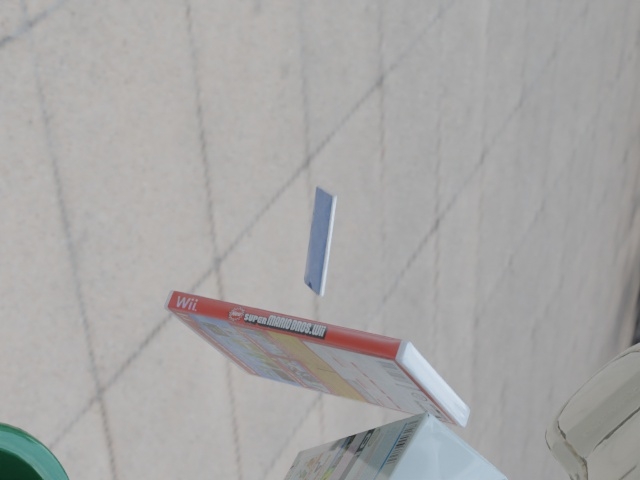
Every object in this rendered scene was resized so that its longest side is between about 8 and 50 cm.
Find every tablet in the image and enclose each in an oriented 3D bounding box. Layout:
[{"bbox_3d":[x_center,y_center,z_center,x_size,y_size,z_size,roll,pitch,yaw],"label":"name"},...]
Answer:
[{"bbox_3d":[0.000,0.000,0.979,0.054,0.006,0.083,-142,-121,-71],"label":"tablet"}]

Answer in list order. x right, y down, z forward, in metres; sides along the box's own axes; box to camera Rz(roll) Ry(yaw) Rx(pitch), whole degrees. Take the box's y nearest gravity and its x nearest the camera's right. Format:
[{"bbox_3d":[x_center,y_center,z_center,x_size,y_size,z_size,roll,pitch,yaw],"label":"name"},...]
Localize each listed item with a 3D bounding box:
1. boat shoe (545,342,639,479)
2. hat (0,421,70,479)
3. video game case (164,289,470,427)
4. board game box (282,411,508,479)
[{"bbox_3d":[0.137,0.106,0.461,0.095,0.079,0.254,-45,180,6],"label":"boat shoe"},{"bbox_3d":[-0.287,0.211,0.877,0.208,0.183,0.173,13,78,-44],"label":"hat"},{"bbox_3d":[-0.002,0.126,1.295,0.204,0.285,0.025,48,57,-54],"label":"video game case"},{"bbox_3d":[0.009,0.283,1.058,0.224,0.097,0.303,-55,-171,-24],"label":"board game box"}]
